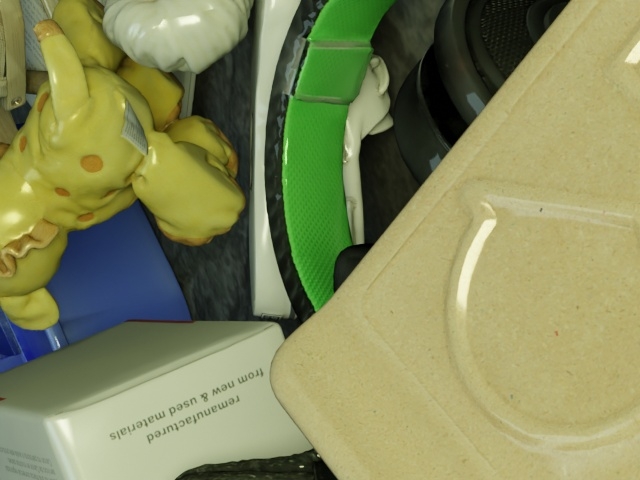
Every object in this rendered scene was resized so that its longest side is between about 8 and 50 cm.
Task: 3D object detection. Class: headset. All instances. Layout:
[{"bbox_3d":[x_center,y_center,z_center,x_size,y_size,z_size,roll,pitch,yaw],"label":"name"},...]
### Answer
[{"bbox_3d":[0.109,-0.005,0.829,0.394,0.185,0.243,49,130,47],"label":"headset"}]

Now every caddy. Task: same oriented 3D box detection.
[{"bbox_3d":[-0.258,0.049,1.524,0.341,0.179,0.241,63,154,12],"label":"caddy"}]

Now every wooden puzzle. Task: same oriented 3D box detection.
[{"bbox_3d":[0.185,0.029,0.591,0.348,0.080,0.322,-49,56,12],"label":"wooden puzzle"}]

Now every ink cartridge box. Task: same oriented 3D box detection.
[{"bbox_3d":[-0.084,0.256,1.099,0.279,0.160,0.384,-5,105,63],"label":"ink cartridge box"}]

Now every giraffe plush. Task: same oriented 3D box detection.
[{"bbox_3d":[-0.165,-0.033,1.048,0.181,0.170,0.210,50,-168,-5],"label":"giraffe plush"}]

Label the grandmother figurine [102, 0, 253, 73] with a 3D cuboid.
[{"bbox_3d":[-0.126,-0.252,1.029,0.208,0.104,0.342,-29,68,26],"label":"grandmother figurine"}]

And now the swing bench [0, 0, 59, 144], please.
[{"bbox_3d":[-0.321,-0.110,1.191,0.255,0.253,0.165,-25,87,63],"label":"swing bench"}]

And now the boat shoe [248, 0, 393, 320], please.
[{"bbox_3d":[0.002,-0.082,1.023,0.096,0.088,0.267,-133,44,-82],"label":"boat shoe"}]

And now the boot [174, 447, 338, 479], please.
[{"bbox_3d":[0.079,0.253,0.890,0.131,0.260,0.348,98,152,-69],"label":"boot"}]

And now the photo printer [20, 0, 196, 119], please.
[{"bbox_3d":[-0.181,-0.235,1.242,0.256,0.107,0.307,51,149,31],"label":"photo printer"}]
